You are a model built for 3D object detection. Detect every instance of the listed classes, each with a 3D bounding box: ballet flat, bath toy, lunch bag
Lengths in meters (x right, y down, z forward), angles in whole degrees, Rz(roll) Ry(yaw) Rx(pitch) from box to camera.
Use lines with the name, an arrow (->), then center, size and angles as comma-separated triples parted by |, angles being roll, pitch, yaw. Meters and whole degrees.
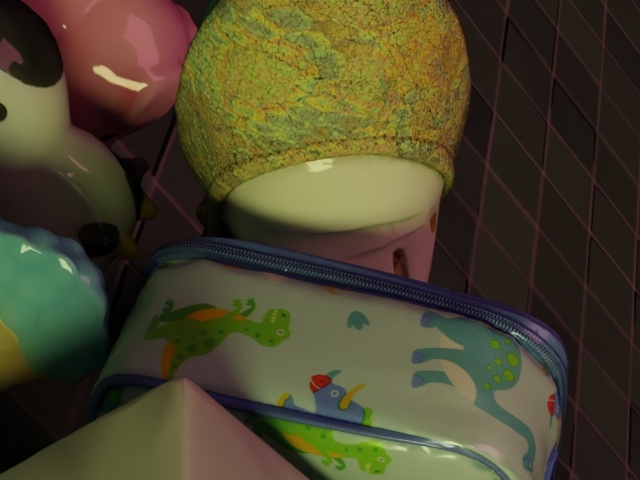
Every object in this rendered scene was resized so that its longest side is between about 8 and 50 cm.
ballet flat -> 0.000, 0.000, 0.823 | 0.348, 0.123, 0.123 | 106, -30, -67
bath toy -> -0.111, -0.086, 0.855 | 0.348, 0.129, 0.151 | -77, 167, -49
lunch bag -> 0.008, 0.101, 0.768 | 0.219, 0.176, 0.090 | 87, 19, -50

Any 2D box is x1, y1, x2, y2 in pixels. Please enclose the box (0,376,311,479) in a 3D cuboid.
box -> -0.003, 0.246, 0.682 | 0.345, 0.168, 0.215 | 43, 28, -34
